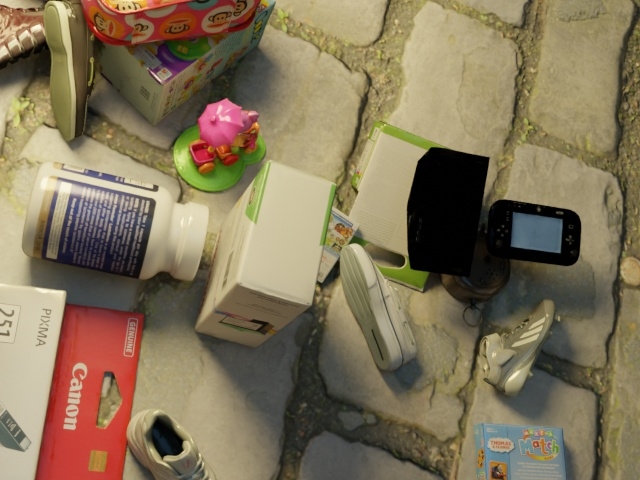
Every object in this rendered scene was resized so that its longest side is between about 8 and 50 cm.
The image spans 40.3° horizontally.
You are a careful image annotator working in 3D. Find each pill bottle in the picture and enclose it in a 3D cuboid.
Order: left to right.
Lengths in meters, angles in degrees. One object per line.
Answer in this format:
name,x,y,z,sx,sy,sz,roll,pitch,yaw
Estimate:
pill bottle,-0.317,-0.023,1.363,0.264,0.153,0.153,13,67,-13

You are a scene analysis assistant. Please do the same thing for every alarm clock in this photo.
alarm clock,0.281,0.064,1.584,0.129,0.064,0.192,11,70,-15

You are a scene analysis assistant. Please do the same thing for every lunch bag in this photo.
lunch bag,-0.255,-0.456,1.406,0.293,0.120,0.258,-13,73,-24

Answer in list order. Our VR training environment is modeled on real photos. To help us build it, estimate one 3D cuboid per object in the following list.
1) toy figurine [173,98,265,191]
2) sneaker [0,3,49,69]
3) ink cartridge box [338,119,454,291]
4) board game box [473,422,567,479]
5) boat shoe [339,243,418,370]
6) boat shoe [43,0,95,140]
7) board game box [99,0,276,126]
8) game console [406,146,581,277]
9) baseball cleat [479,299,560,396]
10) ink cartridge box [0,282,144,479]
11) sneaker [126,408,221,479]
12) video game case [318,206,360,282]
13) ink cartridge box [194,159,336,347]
toy figurine,-0.153,-0.178,1.474,0.173,0.159,0.130,-19,77,-24
sneaker,-0.520,-0.382,1.437,0.281,0.106,0.163,-34,102,-26
ink cartridge box,0.142,-0.064,1.575,0.188,0.097,0.255,20,99,-10
board game box,0.344,0.421,1.478,0.160,0.039,0.212,7,69,-16
boat shoe,0.101,0.110,1.503,0.075,0.083,0.226,-16,88,-34
boat shoe,-0.400,-0.276,1.426,0.068,0.228,0.081,-19,32,-40
board game box,-0.233,-0.357,1.524,0.142,0.144,0.275,45,63,3
game console,0.314,-0.037,1.534,0.361,0.044,0.213,7,94,-24
baseball cleat,0.352,0.174,1.559,0.109,0.072,0.206,29,60,1
ink cartridge box,-0.407,0.221,1.290,0.261,0.066,0.296,9,68,-14
sneaker,-0.200,0.345,1.282,0.090,0.115,0.232,-40,86,-27
video game case,0.000,0.000,1.513,0.087,0.011,0.122,34,88,-4
ink cartridge box,-0.091,0.032,1.350,0.117,0.278,0.201,18,65,-15
